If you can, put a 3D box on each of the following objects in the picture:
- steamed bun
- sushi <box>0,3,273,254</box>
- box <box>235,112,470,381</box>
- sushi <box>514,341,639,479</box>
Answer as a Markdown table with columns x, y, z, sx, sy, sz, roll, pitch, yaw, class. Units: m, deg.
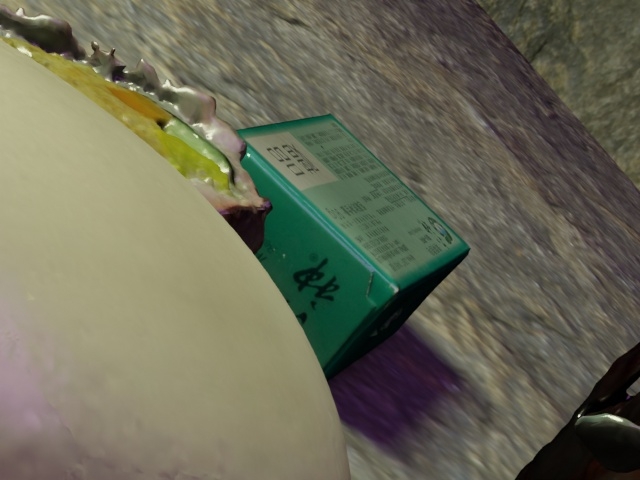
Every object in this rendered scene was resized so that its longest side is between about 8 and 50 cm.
| x | y | z | sx | sy | sz | roll | pitch | yaw | class |
| --- | --- | --- | --- | --- | --- | --- | --- | --- | --- |
| -0.133 | 0.047 | 0.558 | 0.324 | 0.206 | 0.324 | 39 | 16 | -14 | steamed bun |
| -0.143 | -0.040 | 0.940 | 0.241 | 0.107 | 0.161 | 27 | 20 | -22 | sushi |
| 0.000 | 0.000 | 1.206 | 0.153 | 0.092 | 0.245 | 44 | 15 | 8 | box |
| 0.209 | 0.196 | 0.818 | 0.281 | 0.299 | 0.294 | 28 | 17 | 6 | sushi |
